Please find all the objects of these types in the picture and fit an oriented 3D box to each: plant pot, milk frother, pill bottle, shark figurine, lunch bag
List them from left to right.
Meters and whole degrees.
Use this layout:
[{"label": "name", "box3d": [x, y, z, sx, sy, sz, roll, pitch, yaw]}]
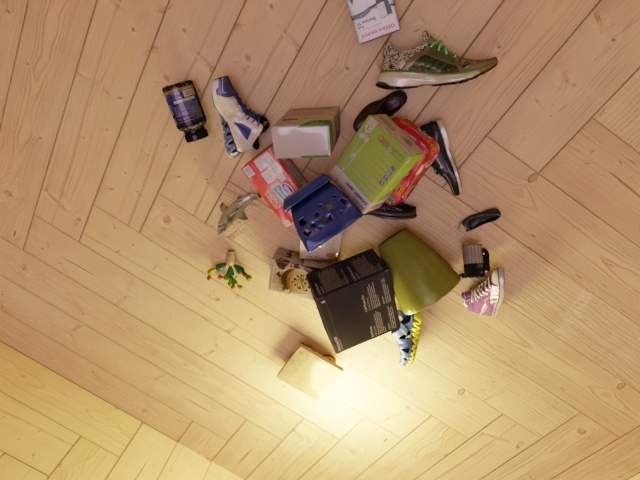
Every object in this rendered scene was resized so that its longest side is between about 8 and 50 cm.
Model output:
[{"label": "pill bottle", "box3d": [-0.524, -0.506, 1.696, 0.122, 0.123, 0.220, -10, 113, 15]}, {"label": "shark figurine", "box3d": [-0.329, -0.134, 1.875, 0.278, 0.166, 0.116, -34, 132, 6]}, {"label": "plant pot", "box3d": [-0.006, -0.111, 1.590, 0.235, 0.236, 0.212, -36, 94, 1]}, {"label": "lunch bag", "box3d": [0.270, -0.307, 1.613, 0.258, 0.120, 0.293, 43, 128, 18]}, {"label": "plant pot", "box3d": [0.374, 0.106, 1.771, 0.274, 0.274, 0.294, -36, 88, 24]}, {"label": "milk frother", "box3d": [0.619, 0.091, 1.792, 0.143, 0.129, 0.135, -11, 78, 46]}]

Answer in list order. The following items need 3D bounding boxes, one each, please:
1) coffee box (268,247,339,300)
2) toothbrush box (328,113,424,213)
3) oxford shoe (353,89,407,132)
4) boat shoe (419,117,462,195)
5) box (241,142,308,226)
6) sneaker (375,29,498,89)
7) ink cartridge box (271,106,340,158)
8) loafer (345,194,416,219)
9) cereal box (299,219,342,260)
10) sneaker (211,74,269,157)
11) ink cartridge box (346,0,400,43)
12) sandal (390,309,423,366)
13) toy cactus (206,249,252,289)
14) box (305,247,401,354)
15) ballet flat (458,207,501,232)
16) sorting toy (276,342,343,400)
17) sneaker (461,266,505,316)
[{"label": "coffee box", "box3d": [-0.072, 0.160, 1.939, 0.296, 0.119, 0.168, 12, 117, 5]}, {"label": "toothbrush box", "box3d": [0.191, -0.270, 1.528, 0.206, 0.122, 0.283, 49, 128, 16]}, {"label": "oxford shoe", "box3d": [0.209, -0.471, 1.586, 0.227, 0.096, 0.083, -32, 106, 29]}, {"label": "boat shoe", "box3d": [0.457, -0.302, 1.621, 0.091, 0.114, 0.303, -18, 99, 18]}, {"label": "box", "box3d": [-0.156, -0.230, 1.749, 0.154, 0.142, 0.300, -31, 107, 22]}, {"label": "sneaker", "box3d": [0.389, -0.620, 1.459, 0.409, 0.158, 0.182, -2, 107, 9]}, {"label": "ink cartridge box", "box3d": [-0.043, -0.398, 1.571, 0.201, 0.278, 0.117, 0, 119, 11]}, {"label": "loafer", "box3d": [0.240, -0.147, 1.740, 0.302, 0.109, 0.096, 7, 113, 11]}, {"label": "cereal box", "box3d": [0.000, 0.000, 1.819, 0.172, 0.048, 0.240, 5, 143, -2]}, {"label": "sneaker", "box3d": [-0.298, -0.484, 1.674, 0.182, 0.128, 0.316, -5, 122, 9]}, {"label": "ink cartridge box", "box3d": [0.172, -0.788, 1.443, 0.152, 0.087, 0.209, -14, 113, 18]}, {"label": "sandal", "box3d": [0.391, 0.437, 1.995, 0.138, 0.126, 0.318, 7, 109, 11]}, {"label": "toy cactus", "box3d": [-0.431, 0.136, 2.017, 0.218, 0.112, 0.181, 10, 108, 15]}, {"label": "box", "box3d": [0.142, 0.259, 1.823, 0.312, 0.179, 0.344, -21, 124, -7]}, {"label": "ballet flat", "box3d": [0.635, -0.080, 1.724, 0.173, 0.049, 0.058, -28, 107, 22]}, {"label": "sorting toy", "box3d": [-0.049, 0.654, 2.196, 0.255, 0.089, 0.257, 32, 117, -6]}, {"label": "sneaker", "box3d": [0.681, 0.220, 1.810, 0.160, 0.102, 0.282, 6, 132, 14]}]
